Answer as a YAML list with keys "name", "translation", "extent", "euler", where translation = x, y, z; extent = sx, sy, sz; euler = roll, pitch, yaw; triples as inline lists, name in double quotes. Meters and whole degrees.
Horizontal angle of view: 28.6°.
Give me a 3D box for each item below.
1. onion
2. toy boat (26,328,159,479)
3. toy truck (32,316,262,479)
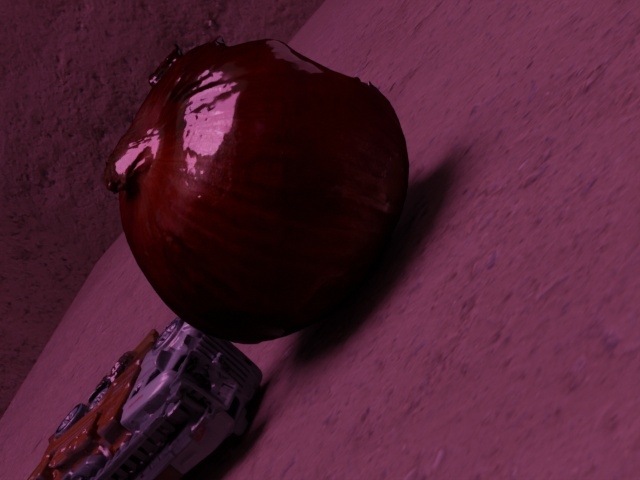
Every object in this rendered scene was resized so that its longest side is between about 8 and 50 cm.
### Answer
- name: "onion"
  translation: [-0.068, -0.043, 1.375]
  extent: [0.341, 0.341, 0.341]
  euler: [-51, 13, 16]
- name: "toy boat"
  translation: [-0.320, 0.312, 1.762]
  extent: [0.445, 0.136, 0.162]
  euler: [-56, 16, -29]
- name: "toy truck"
  translation: [-0.201, 0.229, 1.450]
  extent: [0.338, 0.133, 0.184]
  euler: [-41, 15, 30]
